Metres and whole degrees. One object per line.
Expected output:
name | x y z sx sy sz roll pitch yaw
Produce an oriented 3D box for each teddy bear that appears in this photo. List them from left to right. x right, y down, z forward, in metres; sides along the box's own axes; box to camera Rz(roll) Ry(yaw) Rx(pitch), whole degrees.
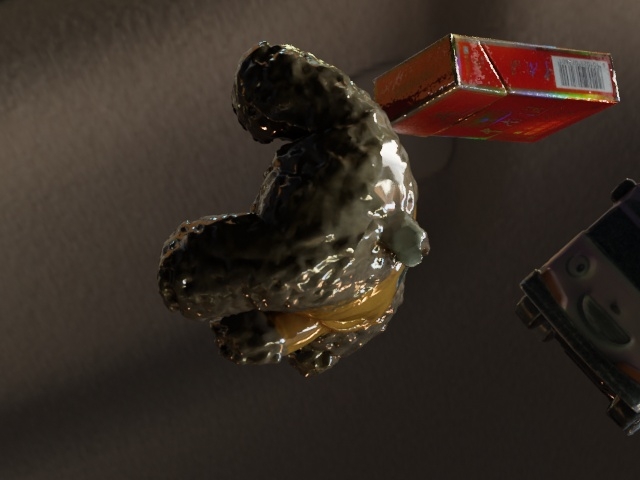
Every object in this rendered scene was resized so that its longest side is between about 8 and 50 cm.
teddy bear | 0.000 0.000 0.836 0.140 0.190 0.177 16 -107 11

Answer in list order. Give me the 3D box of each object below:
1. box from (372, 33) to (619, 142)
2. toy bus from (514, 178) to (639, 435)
box | 0.144 -0.121 1.173 0.175 0.112 0.048 1 -105 -33
toy bus | 0.094 0.020 0.415 0.058 0.102 0.052 -43 -106 4
